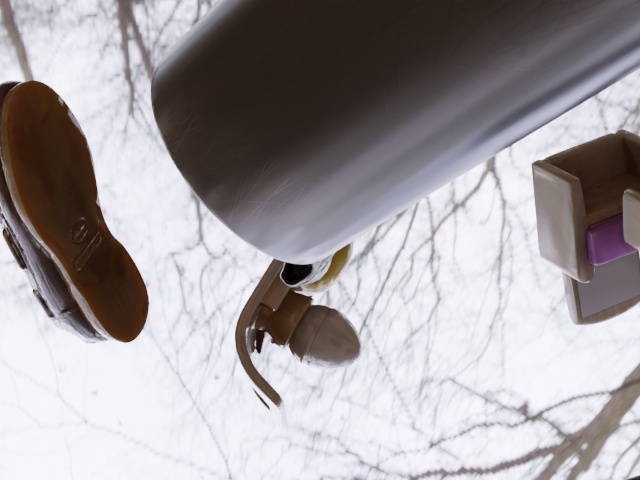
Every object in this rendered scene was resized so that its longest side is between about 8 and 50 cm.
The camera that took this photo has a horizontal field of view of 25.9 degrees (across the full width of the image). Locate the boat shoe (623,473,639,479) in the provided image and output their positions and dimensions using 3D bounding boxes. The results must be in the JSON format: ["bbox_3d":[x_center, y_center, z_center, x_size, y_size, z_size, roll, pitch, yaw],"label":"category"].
[{"bbox_3d":[0.304,0.128,0.755,0.324,0.097,0.116,-22,-93,12],"label":"boat shoe"}]

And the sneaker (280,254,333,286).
[{"bbox_3d":[0.000,0.000,0.962,0.032,0.083,0.037,35,-154,17],"label":"sneaker"}]

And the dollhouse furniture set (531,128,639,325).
[{"bbox_3d":[0.331,0.039,0.806,0.286,0.198,0.303,-21,-155,-15],"label":"dollhouse furniture set"}]

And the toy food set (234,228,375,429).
[{"bbox_3d":[0.035,0.009,1.139,0.092,0.220,0.306,32,-100,6],"label":"toy food set"}]

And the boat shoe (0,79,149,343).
[{"bbox_3d":[-0.182,-0.014,0.916,0.073,0.207,0.073,8,-140,32],"label":"boat shoe"}]

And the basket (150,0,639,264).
[{"bbox_3d":[0.043,-0.100,0.631,0.154,0.227,0.204,42,-151,-20],"label":"basket"}]
